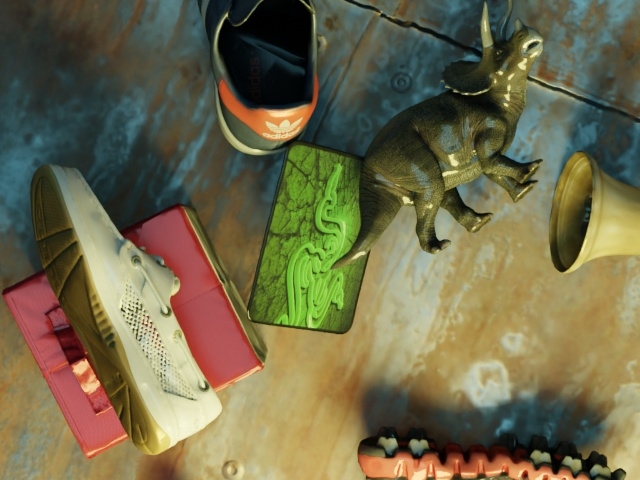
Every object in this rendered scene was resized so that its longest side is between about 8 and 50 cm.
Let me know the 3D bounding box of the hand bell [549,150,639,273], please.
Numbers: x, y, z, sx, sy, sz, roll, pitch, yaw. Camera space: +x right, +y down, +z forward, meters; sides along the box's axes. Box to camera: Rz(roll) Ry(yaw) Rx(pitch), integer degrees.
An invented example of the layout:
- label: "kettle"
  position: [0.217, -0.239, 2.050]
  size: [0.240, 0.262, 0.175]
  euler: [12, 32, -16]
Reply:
- label: "hand bell"
  position: [0.369, -0.012, 1.461]
  size: [0.242, 0.126, 0.126]
  euler: [8, 93, -10]

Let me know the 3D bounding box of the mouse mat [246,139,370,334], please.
- label: "mouse mat"
  position: [0.000, 0.000, 1.465]
  size: [0.007, 0.152, 0.190]
  euler: [19, 96, 46]

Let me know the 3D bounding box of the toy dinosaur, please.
- label: "toy dinosaur"
  position: [0.124, -0.086, 1.469]
  size: [0.313, 0.121, 0.160]
  euler: [-40, 77, 9]

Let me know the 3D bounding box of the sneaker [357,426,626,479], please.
- label: "sneaker"
  position: [0.174, 0.269, 1.473]
  size: [0.276, 0.097, 0.135]
  euler: [3, 92, 6]

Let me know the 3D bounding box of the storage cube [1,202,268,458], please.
- label: "storage cube"
  position: [-0.177, 0.086, 1.434]
  size: [0.193, 0.215, 0.184]
  euler: [-27, 90, -2]

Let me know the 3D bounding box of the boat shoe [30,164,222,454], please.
- label: "boat shoe"
  position: [-0.174, 0.052, 1.295]
  size: [0.096, 0.098, 0.277]
  euler: [-23, 89, -30]

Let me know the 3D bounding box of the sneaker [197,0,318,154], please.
- label: "sneaker"
  position: [-0.067, -0.265, 1.421]
  size: [0.131, 0.148, 0.350]
  euler: [-14, 87, -14]
